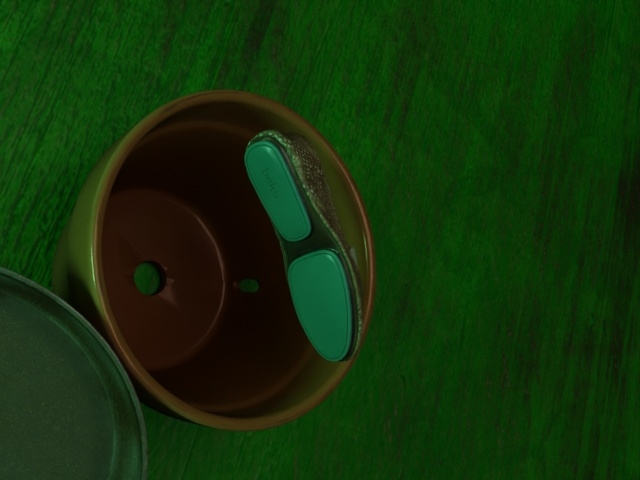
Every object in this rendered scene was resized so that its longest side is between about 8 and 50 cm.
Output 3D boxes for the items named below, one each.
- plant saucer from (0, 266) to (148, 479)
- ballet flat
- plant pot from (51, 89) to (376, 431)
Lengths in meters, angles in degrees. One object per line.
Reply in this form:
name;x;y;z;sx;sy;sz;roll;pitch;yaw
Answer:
plant saucer;-0.285;0.156;0.625;0.310;0.050;0.311;-1;102;-4
ballet flat;0.000;0.000;0.702;0.067;0.073;0.206;-30;106;-53
plant pot;-0.119;0.025;0.773;0.290;0.203;0.291;7;78;-38
